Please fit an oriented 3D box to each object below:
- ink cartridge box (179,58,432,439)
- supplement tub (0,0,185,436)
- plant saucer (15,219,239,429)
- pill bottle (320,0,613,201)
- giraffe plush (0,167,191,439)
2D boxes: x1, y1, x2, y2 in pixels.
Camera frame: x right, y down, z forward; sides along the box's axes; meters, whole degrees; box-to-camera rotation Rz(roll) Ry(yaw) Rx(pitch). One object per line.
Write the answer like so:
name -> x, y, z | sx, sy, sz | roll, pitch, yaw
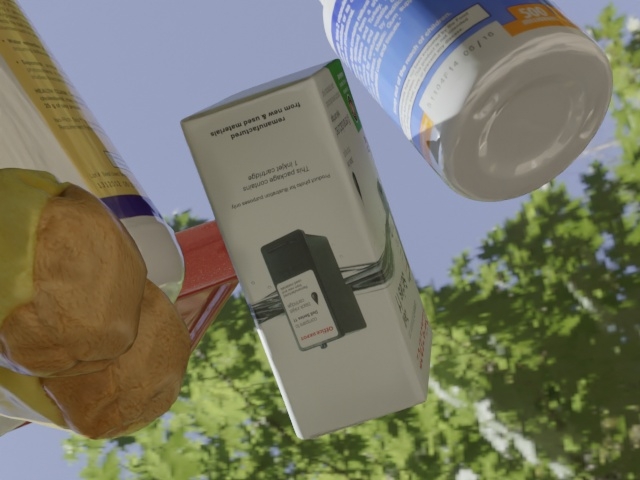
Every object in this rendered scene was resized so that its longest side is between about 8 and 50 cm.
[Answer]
ink cartridge box -> 0.000, 0.000, 0.753 | 0.087, 0.153, 0.208 | -17, -80, 10
supplement tub -> -0.257, -0.050, 0.671 | 0.241, 0.241, 0.331 | -29, -100, -33
plant saucer -> -0.188, 0.084, 1.027 | 0.258, 0.259, 0.047 | -20, -109, -30
pill bottle -> 0.095, -0.168, 0.944 | 0.152, 0.152, 0.272 | -3, -138, -33
giraffe plush -> -0.169, 0.032, 0.373 | 0.210, 0.181, 0.170 | 35, -107, 18
